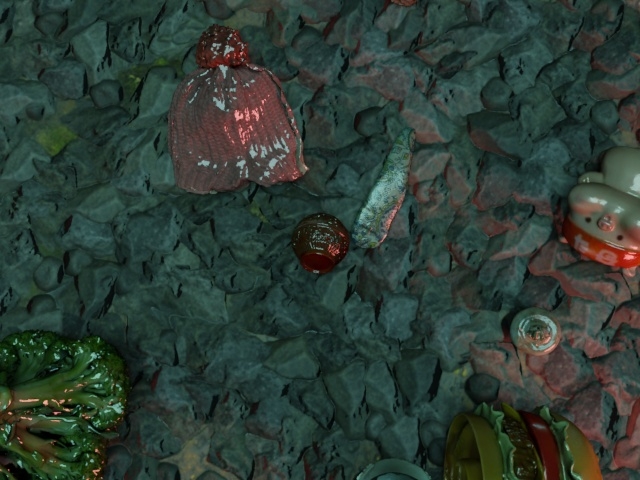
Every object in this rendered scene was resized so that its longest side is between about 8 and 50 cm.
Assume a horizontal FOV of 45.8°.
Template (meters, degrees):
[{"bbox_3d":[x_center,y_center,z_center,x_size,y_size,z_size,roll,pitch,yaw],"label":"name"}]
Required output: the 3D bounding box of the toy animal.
[{"bbox_3d":[0.489,-0.053,1.241,0.171,0.171,0.197,29,85,3],"label":"toy animal"}]

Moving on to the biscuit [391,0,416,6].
[{"bbox_3d":[0.187,-0.523,1.290,0.062,0.108,0.238,24,88,0],"label":"biscuit"}]

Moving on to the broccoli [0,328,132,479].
[{"bbox_3d":[-0.453,0.282,1.187,0.304,0.283,0.321,-12,69,11],"label":"broccoli"}]

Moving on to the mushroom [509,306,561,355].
[{"bbox_3d":[0.362,0.153,1.268,0.085,0.079,0.085,0,84,2],"label":"mushroom"}]

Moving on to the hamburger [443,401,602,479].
[{"bbox_3d":[0.319,0.388,1.169,0.212,0.274,0.274,2,87,-5],"label":"hamburger"}]

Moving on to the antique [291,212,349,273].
[{"bbox_3d":[0.000,0.000,1.277,0.104,0.104,0.104,0,87,1],"label":"antique"}]

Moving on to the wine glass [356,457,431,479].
[{"bbox_3d":[0.113,0.415,1.147,0.144,0.321,0.143,-1,80,4],"label":"wine glass"}]

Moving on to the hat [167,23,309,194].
[{"bbox_3d":[-0.153,-0.223,1.284,0.237,0.107,0.286,-8,111,1],"label":"hat"}]

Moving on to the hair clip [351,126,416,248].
[{"bbox_3d":[0.116,-0.092,1.308,0.066,0.036,0.229,23,88,-4],"label":"hair clip"}]
